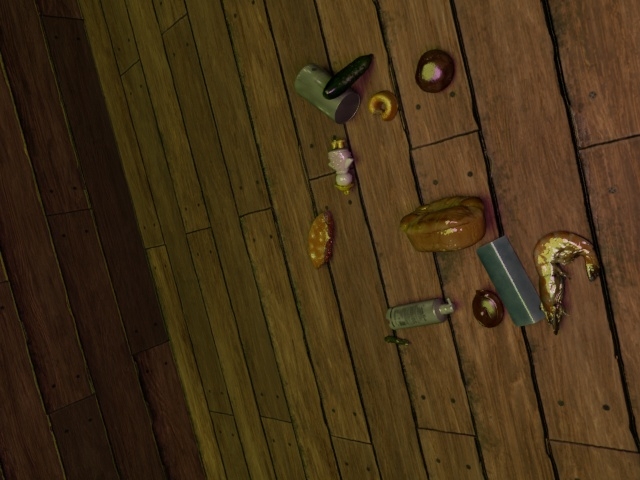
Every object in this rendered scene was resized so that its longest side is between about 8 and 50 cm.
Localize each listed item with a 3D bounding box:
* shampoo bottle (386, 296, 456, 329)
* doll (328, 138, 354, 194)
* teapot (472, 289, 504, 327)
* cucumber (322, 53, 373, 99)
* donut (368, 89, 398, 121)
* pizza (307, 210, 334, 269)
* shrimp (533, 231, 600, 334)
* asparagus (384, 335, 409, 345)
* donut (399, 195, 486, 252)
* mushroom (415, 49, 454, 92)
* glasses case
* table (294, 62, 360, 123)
[{"bbox_3d":[0.351,0.252,1.750,0.262,0.085,0.085,-20,88,44],"label":"shampoo bottle"},{"bbox_3d":[0.079,-0.269,1.855,0.129,0.081,0.207,0,104,51],"label":"doll"},{"bbox_3d":[0.518,0.213,1.583,0.098,0.078,0.129,-7,97,44],"label":"teapot"},{"bbox_3d":[0.095,-0.551,1.691,0.069,0.227,0.069,44,168,12],"label":"cucumber"},{"bbox_3d":[0.208,-0.456,1.705,0.108,0.043,0.097,29,122,29],"label":"donut"},{"bbox_3d":[0.003,0.000,2.022,0.127,0.058,0.246,10,108,42],"label":"pizza"},{"bbox_3d":[0.692,0.120,1.413,0.169,0.058,0.296,-5,95,42],"label":"shrimp"},{"bbox_3d":[0.288,0.377,1.890,0.108,0.021,0.025,4,109,42],"label":"asparagus"},{"bbox_3d":[0.385,-0.051,1.545,0.261,0.208,0.128,1,116,57],"label":"donut"},{"bbox_3d":[0.348,-0.514,1.538,0.127,0.087,0.127,9,117,18],"label":"mushroom"},{"bbox_3d":[0.569,0.127,1.526,0.105,0.056,0.266,-34,78,43],"label":"glasses case"},{"bbox_3d":[0.022,-0.523,1.799,0.220,0.126,0.126,44,128,25],"label":"table"}]
